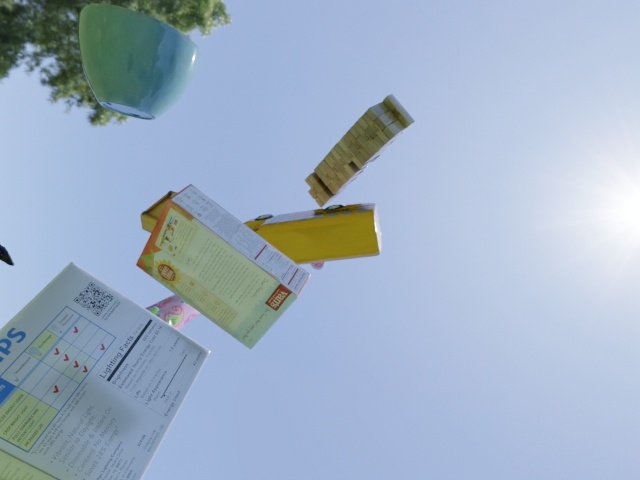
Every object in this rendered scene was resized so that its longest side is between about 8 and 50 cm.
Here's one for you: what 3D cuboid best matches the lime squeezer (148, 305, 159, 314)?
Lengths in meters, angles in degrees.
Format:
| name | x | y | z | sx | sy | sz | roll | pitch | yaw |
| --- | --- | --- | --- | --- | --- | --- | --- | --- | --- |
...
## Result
| name | x | y | z | sx | sy | sz | roll | pitch | yaw |
| --- | --- | --- | --- | --- | --- | --- | --- | --- | --- |
| lime squeezer | -0.524 | 0.241 | 1.164 | 0.310 | 0.110 | 0.059 | -18 | -73 | 46 |

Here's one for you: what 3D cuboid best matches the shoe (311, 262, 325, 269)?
| name | x | y | z | sx | sy | sz | roll | pitch | yaw |
| --- | --- | --- | --- | --- | --- | --- | --- | --- | --- |
| shoe | 0.000 | 0.000 | 1.376 | 0.063 | 0.081 | 0.178 | 9 | -103 | 15 |

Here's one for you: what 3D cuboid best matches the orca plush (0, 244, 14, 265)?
| name | x | y | z | sx | sy | sz | roll | pitch | yaw |
| --- | --- | --- | --- | --- | --- | --- | --- | --- | --- |
| orca plush | -1.095 | 0.121 | 1.332 | 0.151 | 0.287 | 0.102 | 94 | -28 | -48 |

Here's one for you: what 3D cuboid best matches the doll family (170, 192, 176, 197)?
| name | x | y | z | sx | sy | sz | roll | pitch | yaw |
| --- | --- | --- | --- | --- | --- | --- | --- | --- | --- |
| doll family | -0.473 | -0.077 | 1.523 | 0.075 | 0.111 | 0.193 | 7 | -96 | 30 |

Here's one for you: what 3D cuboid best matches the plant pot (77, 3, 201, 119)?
| name | x | y | z | sx | sy | sz | roll | pitch | yaw |
| --- | --- | --- | --- | --- | --- | --- | --- | --- | --- |
| plant pot | -0.466 | -0.421 | 1.107 | 0.290 | 0.290 | 0.196 | 11 | -90 | 41 |

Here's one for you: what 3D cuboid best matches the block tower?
| name | x | y | z | sx | sy | sz | roll | pitch | yaw |
| --- | --- | --- | --- | --- | --- | --- | --- | --- | --- |
| block tower | 0.084 | -0.217 | 1.115 | 0.091 | 0.097 | 0.335 | 50 | -45 | 2 |

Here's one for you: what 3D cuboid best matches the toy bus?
| name | x | y | z | sx | sy | sz | roll | pitch | yaw |
| --- | --- | --- | --- | --- | --- | --- | --- | --- | --- |
| toy bus | -0.028 | -0.009 | 1.023 | 0.332 | 0.130 | 0.108 | -7 | -74 | 13 |

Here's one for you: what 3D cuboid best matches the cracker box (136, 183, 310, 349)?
| name | x | y | z | sx | sy | sz | roll | pitch | yaw |
| --- | --- | --- | --- | --- | --- | --- | --- | --- | --- |
| cracker box | -0.153 | 0.046 | 0.683 | 0.232 | 0.067 | 0.156 | 38 | -56 | -4 |

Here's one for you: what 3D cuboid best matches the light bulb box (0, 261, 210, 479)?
| name | x | y | z | sx | sy | sz | roll | pitch | yaw |
| --- | --- | --- | --- | --- | --- | --- | --- | --- | --- |
| light bulb box | -0.488 | 0.307 | 0.893 | 0.361 | 0.358 | 0.225 | 38 | -52 | -13 |

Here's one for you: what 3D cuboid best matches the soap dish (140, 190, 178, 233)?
| name | x | y | z | sx | sy | sz | roll | pitch | yaw |
| --- | --- | --- | --- | --- | --- | --- | --- | --- | --- |
| soap dish | -0.642 | -0.107 | 1.941 | 0.290 | 0.229 | 0.118 | 18 | -38 | 38 |

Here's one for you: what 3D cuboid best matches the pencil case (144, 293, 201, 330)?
| name | x | y | z | sx | sy | sz | roll | pitch | yaw |
| --- | --- | --- | --- | --- | --- | --- | --- | --- | --- |
| pencil case | -0.439 | 0.219 | 1.328 | 0.124 | 0.284 | 0.124 | 7 | -70 | 20 |
